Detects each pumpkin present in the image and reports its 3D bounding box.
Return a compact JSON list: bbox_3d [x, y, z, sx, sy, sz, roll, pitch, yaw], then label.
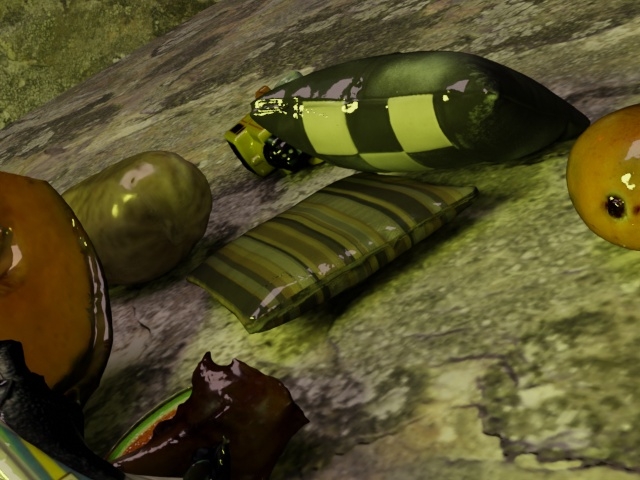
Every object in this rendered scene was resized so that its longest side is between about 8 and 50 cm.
[{"bbox_3d":[-0.313,0.080,0.635,0.225,0.256,0.303,-35,-27,31],"label":"pumpkin"}]

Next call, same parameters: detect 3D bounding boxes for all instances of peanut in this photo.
[{"bbox_3d":[-0.209,-0.014,0.925,0.224,0.129,0.129,-22,20,37],"label":"peanut"}]

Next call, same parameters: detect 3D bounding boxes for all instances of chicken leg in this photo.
[{"bbox_3d":[-0.150,0.158,0.516,0.304,0.113,0.093,-22,-5,-6],"label":"chicken leg"}]

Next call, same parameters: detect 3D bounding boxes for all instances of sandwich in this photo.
[{"bbox_3d":[-0.083,0.127,0.586,0.135,0.029,0.067,-26,27,-1],"label":"sandwich"}]

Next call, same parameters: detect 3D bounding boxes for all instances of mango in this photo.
[{"bbox_3d":[0.215,-0.047,0.566,0.111,0.090,0.163,-11,15,9],"label":"mango"}]

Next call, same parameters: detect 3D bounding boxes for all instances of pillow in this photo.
[{"bbox_3d":[0.087,-0.112,0.767,0.249,0.106,0.186,3,1,37],"label":"pillow"},{"bbox_3d":[0.000,0.000,0.742,0.212,0.052,0.208,-31,17,-14],"label":"pillow"}]

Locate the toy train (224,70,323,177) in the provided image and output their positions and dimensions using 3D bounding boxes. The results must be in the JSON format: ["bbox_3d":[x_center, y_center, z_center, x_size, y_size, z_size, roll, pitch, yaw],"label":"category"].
[{"bbox_3d":[-0.039,-0.130,1.043,0.127,0.089,0.219,-40,24,-6],"label":"toy train"}]

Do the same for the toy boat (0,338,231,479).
[{"bbox_3d":[-0.126,0.127,0.406,0.269,0.141,0.141,24,44,16],"label":"toy boat"}]
